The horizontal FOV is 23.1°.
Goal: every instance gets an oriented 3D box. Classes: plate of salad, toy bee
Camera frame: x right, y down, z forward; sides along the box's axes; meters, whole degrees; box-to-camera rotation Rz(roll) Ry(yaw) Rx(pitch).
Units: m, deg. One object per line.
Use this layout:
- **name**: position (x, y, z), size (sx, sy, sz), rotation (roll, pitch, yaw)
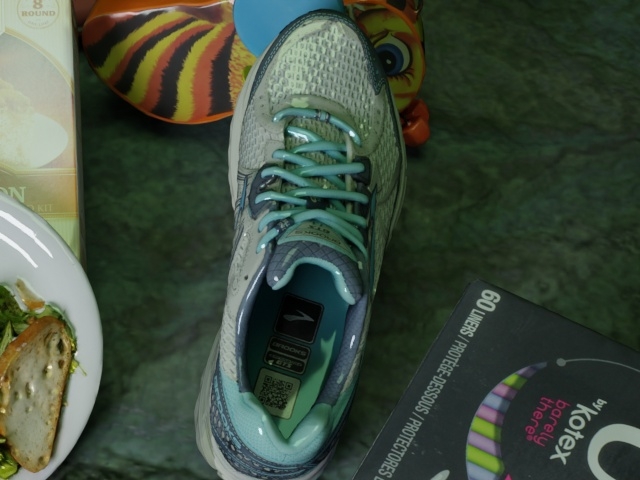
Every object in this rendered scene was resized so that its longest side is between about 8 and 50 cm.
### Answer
- **plate of salad**: position (-0.222, 0.061, 0.875), size (0.199, 0.048, 0.200), rotation (1, 84, -6)
- **toy bee**: position (0.003, -0.122, 1.024), size (0.298, 0.162, 0.195), rotation (-6, 30, 31)

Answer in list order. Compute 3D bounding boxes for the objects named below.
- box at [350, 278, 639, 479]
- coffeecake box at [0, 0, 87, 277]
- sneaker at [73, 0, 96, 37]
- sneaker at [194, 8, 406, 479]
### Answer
- **box**: position (0.157, 0.166, 0.805), size (0.270, 0.143, 0.165), rotation (24, 55, 14)
- **coffeecake box**: position (-0.219, -0.060, 0.962), size (0.142, 0.068, 0.186), rotation (-3, 75, -6)
- **sneaker**: position (-0.259, -0.233, 1.088), size (0.313, 0.136, 0.116), rotation (19, 55, 10)
- **sneaker**: position (0.000, 0.000, 0.876), size (0.110, 0.122, 0.283), rotation (8, 78, -8)
